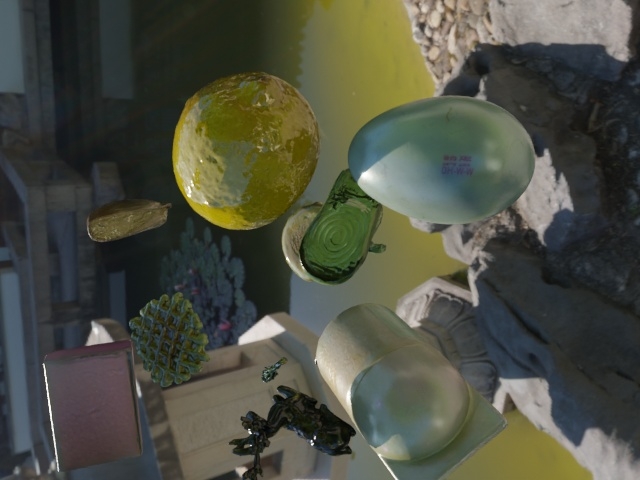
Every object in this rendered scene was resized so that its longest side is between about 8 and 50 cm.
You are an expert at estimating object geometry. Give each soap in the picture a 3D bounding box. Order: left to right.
[{"bbox_3d":[-0.503,0.368,1.161,0.081,0.181,0.259,-159,63,-69],"label":"soap"}]

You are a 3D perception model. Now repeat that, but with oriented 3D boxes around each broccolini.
[{"bbox_3d":[-0.092,0.270,1.085,0.140,0.035,0.030,131,157,-54],"label":"broccolini"}]

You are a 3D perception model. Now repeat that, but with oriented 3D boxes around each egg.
[{"bbox_3d":[0.170,-0.116,0.752,0.264,0.183,0.183,6,103,15],"label":"egg"}]

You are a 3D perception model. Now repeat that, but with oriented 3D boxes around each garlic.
[{"bbox_3d":[-0.444,-0.047,1.184,0.101,0.195,0.087,12,113,49],"label":"garlic"}]

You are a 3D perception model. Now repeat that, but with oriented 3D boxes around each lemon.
[{"bbox_3d":[-0.118,-0.139,0.827,0.233,0.233,0.288,62,143,27],"label":"lemon"}]

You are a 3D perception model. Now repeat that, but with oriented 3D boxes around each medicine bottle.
[{"bbox_3d":[0.171,0.319,1.075,0.406,0.236,0.235,-138,51,-59],"label":"medicine bottle"}]

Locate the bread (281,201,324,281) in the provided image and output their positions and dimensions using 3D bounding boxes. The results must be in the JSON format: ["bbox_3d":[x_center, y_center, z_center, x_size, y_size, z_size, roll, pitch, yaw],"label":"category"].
[{"bbox_3d":[0.000,0.000,1.328,0.213,0.105,0.213,5,99,29],"label":"bread"}]

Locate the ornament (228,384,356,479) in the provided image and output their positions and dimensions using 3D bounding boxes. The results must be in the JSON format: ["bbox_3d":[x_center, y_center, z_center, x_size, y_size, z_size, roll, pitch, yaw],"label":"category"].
[{"bbox_3d":[-0.060,0.379,0.967,0.202,0.236,0.080,29,107,21],"label":"ornament"}]

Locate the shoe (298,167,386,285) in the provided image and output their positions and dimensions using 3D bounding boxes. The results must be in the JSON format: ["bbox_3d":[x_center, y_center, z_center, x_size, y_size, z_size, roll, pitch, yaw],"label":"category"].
[{"bbox_3d":[0.063,-0.025,1.068,0.140,0.128,0.262,14,76,25],"label":"shoe"}]

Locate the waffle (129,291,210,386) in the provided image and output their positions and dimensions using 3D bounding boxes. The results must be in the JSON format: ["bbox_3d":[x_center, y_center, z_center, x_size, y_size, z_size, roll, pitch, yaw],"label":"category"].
[{"bbox_3d":[-0.312,0.205,1.073,0.169,0.036,0.183,-32,81,16],"label":"waffle"}]
